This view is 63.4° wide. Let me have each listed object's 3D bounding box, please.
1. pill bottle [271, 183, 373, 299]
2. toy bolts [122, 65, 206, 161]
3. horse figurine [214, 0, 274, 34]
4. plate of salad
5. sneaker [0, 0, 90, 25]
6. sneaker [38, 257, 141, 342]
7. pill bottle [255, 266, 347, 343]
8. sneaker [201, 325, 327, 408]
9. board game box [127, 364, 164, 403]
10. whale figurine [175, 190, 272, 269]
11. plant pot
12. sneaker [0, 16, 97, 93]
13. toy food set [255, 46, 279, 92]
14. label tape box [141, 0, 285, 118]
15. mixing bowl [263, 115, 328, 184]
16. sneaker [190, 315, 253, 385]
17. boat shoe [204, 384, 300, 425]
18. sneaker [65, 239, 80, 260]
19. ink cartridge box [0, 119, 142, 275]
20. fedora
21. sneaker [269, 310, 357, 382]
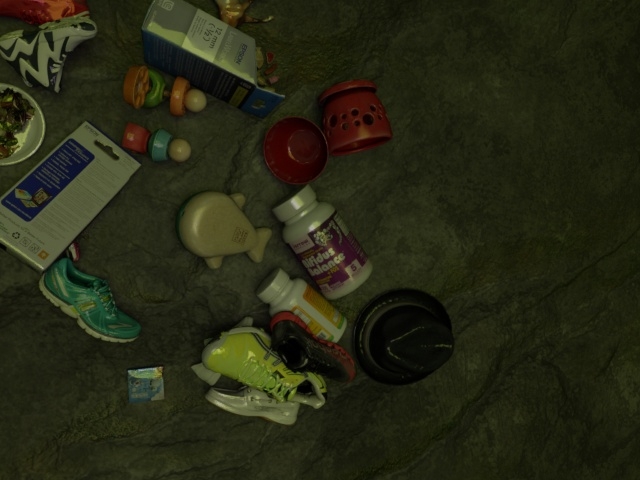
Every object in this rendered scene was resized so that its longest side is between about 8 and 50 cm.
[{"bbox_3d":[0.000,0.000,1.432,0.169,0.169,0.302,-38,102,-13],"label":"pill bottle"},{"bbox_3d":[-0.386,-0.307,1.285,0.158,0.218,0.229,14,94,-4],"label":"toy bolts"},{"bbox_3d":[-0.237,-0.667,1.393,0.174,0.066,0.263,-31,103,-21],"label":"horse figurine"},{"bbox_3d":[-0.772,-0.281,1.241,0.199,0.048,0.200,0,91,-17],"label":"plate of salad"},{"bbox_3d":[-0.669,-0.533,1.248,0.221,0.087,0.128,-15,95,-16],"label":"sneaker"},{"bbox_3d":[-0.557,0.152,1.277,0.275,0.107,0.110,41,103,-15],"label":"sneaker"},{"bbox_3d":[-0.056,0.191,1.436,0.245,0.136,0.136,43,79,-14],"label":"pill bottle"},{"bbox_3d":[-0.127,0.337,1.356,0.384,0.147,0.145,22,105,-33],"label":"sneaker"},{"bbox_3d":[-0.463,0.381,1.373,0.090,0.020,0.090,-3,94,-18],"label":"board game box"},{"bbox_3d":[-0.261,-0.028,1.386,0.272,0.141,0.217,22,85,-42],"label":"whale figurine"},{"bbox_3d":[0.093,-0.344,1.446,0.191,0.191,0.174,-11,88,-17],"label":"plant pot"},{"bbox_3d":[-0.626,-0.434,1.240,0.234,0.094,0.153,-17,131,-3],"label":"sneaker"},{"bbox_3d":[-0.153,-0.475,1.450,0.077,0.019,0.122,6,82,-18],"label":"toy food set"},{"bbox_3d":[-0.258,-0.447,1.294,0.347,0.249,0.115,22,85,-17],"label":"label tape box"},{"bbox_3d":[-0.057,-0.253,1.428,0.181,0.098,0.182,4,108,12],"label":"mixing bowl"},{"bbox_3d":[-0.268,0.284,1.409,0.094,0.080,0.212,36,82,-4],"label":"sneaker"},{"bbox_3d":[-0.182,0.431,1.429,0.277,0.098,0.096,21,85,-26],"label":"boat shoe"},{"bbox_3d":[-0.660,-0.017,1.278,0.074,0.063,0.171,-30,95,-15],"label":"sneaker"},{"bbox_3d":[-0.617,-0.111,1.250,0.175,0.069,0.371,40,59,-15],"label":"ink cartridge box"},{"bbox_3d":[0.272,0.298,1.537,0.333,0.152,0.334,0,91,-18],"label":"fedora"},{"bbox_3d":[-0.021,0.301,1.335,0.276,0.135,0.098,38,114,-14],"label":"sneaker"}]
